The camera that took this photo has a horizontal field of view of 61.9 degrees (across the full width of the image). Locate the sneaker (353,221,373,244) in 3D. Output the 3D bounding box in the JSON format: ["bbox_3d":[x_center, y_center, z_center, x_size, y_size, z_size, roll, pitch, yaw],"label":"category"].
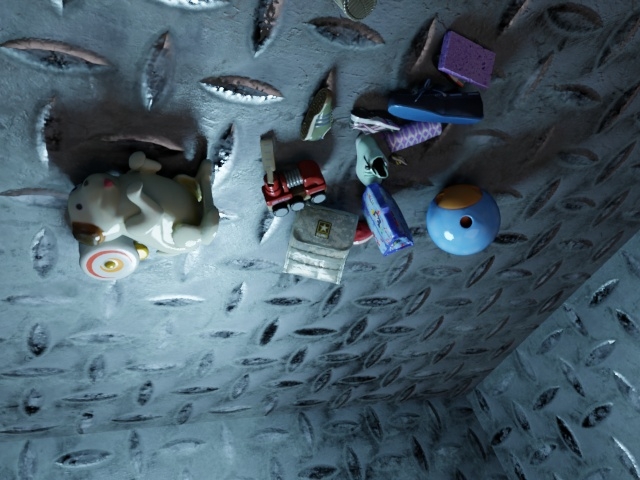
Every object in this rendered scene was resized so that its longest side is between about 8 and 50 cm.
[{"bbox_3d":[0.119,-0.043,2.145,0.221,0.087,0.128,-25,142,3],"label":"sneaker"}]

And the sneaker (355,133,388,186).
[{"bbox_3d":[0.189,-0.242,1.900,0.094,0.151,0.255,-22,142,-2],"label":"sneaker"}]

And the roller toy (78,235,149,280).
[{"bbox_3d":[-0.715,0.039,1.816,0.191,0.146,0.209,-38,138,20],"label":"roller toy"}]

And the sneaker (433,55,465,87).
[{"bbox_3d":[0.429,-0.566,1.728,0.161,0.057,0.075,27,101,-39],"label":"sneaker"}]

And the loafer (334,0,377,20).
[{"bbox_3d":[0.062,-0.679,1.402,0.102,0.092,0.269,-36,154,19],"label":"loafer"}]

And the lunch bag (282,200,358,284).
[{"bbox_3d":[0.000,0.000,2.038,0.236,0.168,0.286,13,122,-2],"label":"lunch bag"}]

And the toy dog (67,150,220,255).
[{"bbox_3d":[-0.564,-0.104,1.668,0.409,0.284,0.395,5,152,-27],"label":"toy dog"}]

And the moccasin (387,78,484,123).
[{"bbox_3d":[0.375,-0.455,1.758,0.343,0.138,0.116,2,91,-24],"label":"moccasin"}]

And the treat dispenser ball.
[{"bbox_3d":[0.570,-0.084,2.140,0.289,0.288,0.288,-13,140,-11],"label":"treat dispenser ball"}]

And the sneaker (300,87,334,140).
[{"bbox_3d":[0.009,-0.400,1.716,0.086,0.064,0.192,0,137,-35],"label":"sneaker"}]

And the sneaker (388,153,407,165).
[{"bbox_3d":[0.287,-0.296,1.982,0.083,0.031,0.035,20,139,-34],"label":"sneaker"}]

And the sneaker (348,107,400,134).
[{"bbox_3d":[0.177,-0.391,1.796,0.179,0.071,0.077,12,140,-11],"label":"sneaker"}]

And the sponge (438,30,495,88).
[{"bbox_3d":[0.467,-0.571,1.698,0.210,0.031,0.117,10,93,-33],"label":"sponge"}]

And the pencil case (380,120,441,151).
[{"bbox_3d":[0.319,-0.378,1.853,0.206,0.088,0.086,-20,144,-3],"label":"pencil case"}]

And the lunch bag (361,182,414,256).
[{"bbox_3d":[0.247,-0.085,1.966,0.138,0.220,0.293,-24,167,2],"label":"lunch bag"}]

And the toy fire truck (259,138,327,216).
[{"bbox_3d":[-0.107,-0.228,1.810,0.217,0.158,0.246,-20,151,-2],"label":"toy fire truck"}]
